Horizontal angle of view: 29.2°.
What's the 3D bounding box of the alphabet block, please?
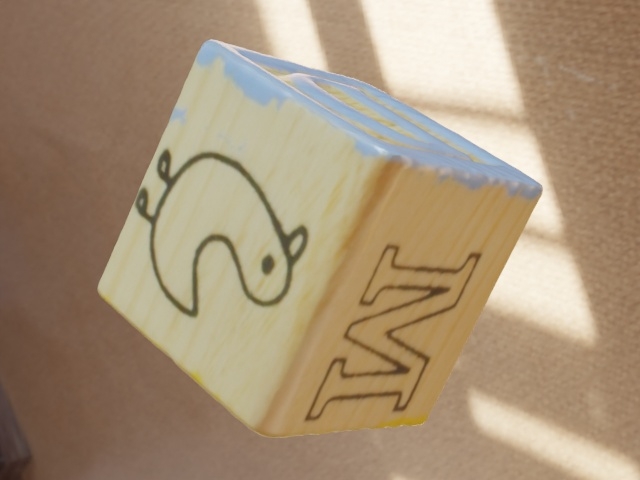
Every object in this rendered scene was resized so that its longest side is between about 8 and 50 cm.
[{"bbox_3d":[0.000,0.000,0.844,0.192,0.193,0.197,35,108,37],"label":"alphabet block"}]
